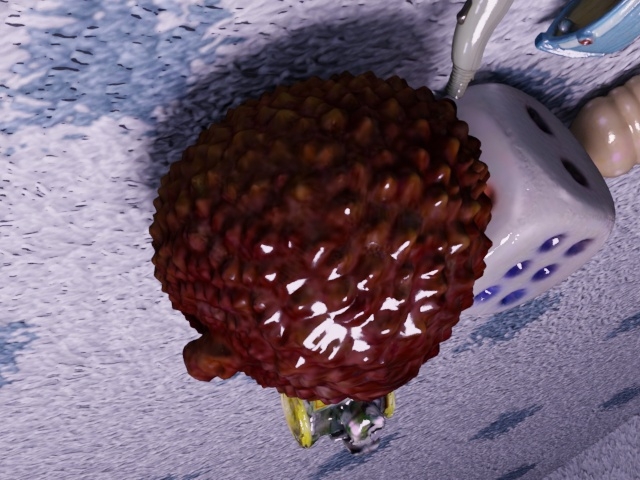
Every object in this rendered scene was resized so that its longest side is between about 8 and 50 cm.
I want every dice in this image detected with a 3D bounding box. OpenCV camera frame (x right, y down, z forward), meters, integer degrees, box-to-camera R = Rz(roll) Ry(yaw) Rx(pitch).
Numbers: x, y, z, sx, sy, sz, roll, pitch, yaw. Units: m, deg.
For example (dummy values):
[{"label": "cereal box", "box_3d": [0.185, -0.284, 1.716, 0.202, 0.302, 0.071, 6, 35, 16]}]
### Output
[{"label": "dice", "box_3d": [0.183, -0.043, 1.052, 0.194, 0.191, 0.193, 11, 134, -48]}]

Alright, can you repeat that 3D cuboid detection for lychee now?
[{"label": "lychee", "box_3d": [0.000, 0.000, 0.873, 0.330, 0.306, 0.306, -50, 156, -13]}]

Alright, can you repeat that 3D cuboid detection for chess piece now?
[{"label": "chess piece", "box_3d": [0.382, -0.146, 1.147, 0.307, 0.124, 0.139, -26, -176, 8]}]

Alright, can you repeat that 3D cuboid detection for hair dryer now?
[{"label": "hair dryer", "box_3d": [0.106, -0.234, 0.754, 0.219, 0.088, 0.225, 20, 121, -36]}]

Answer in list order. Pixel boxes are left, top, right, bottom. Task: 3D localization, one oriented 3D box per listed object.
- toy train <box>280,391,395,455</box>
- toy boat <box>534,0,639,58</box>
[{"label": "toy train", "box_3d": [-0.002, 0.111, 1.106, 0.134, 0.260, 0.177, -18, 139, -17]}, {"label": "toy boat", "box_3d": [0.270, -0.253, 0.895, 0.102, 0.088, 0.215, 25, 134, -14]}]
